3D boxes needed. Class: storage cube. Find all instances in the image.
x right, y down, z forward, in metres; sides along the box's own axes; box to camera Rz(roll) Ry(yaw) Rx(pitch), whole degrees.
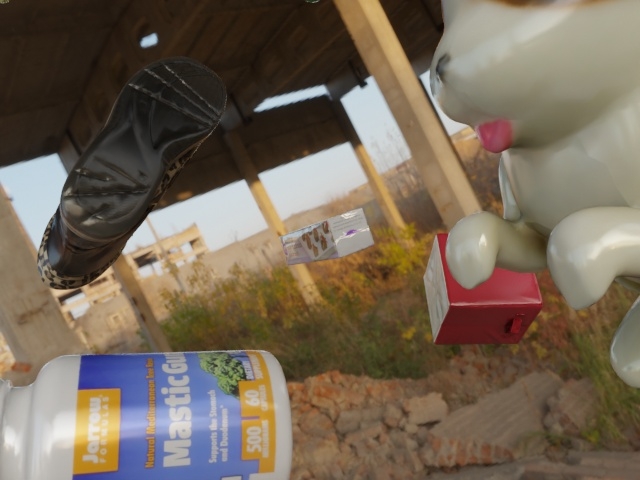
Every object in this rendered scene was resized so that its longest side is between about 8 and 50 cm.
[{"bbox_3d":[0.346,0.109,1.298,0.193,0.214,0.183,0,-35,-2],"label":"storage cube"}]

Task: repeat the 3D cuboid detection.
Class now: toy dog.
[{"bbox_3d":[0.265,-0.095,0.440,0.395,0.408,0.284,-52,12,2],"label":"toy dog"}]

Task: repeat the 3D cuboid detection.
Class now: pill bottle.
[{"bbox_3d":[-0.174,0.178,0.532,0.272,0.152,0.152,2,-11,-21],"label":"pill bottle"}]

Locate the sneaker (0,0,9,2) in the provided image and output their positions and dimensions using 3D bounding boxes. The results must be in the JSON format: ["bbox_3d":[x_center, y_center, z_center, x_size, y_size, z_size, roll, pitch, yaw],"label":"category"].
[{"bbox_3d":[-0.270,-0.306,0.540,0.385,0.145,0.147,-1,-41,-10],"label":"sneaker"}]

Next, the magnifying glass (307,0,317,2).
[{"bbox_3d":[-0.069,-0.422,0.856,0.026,0.092,0.231,-20,-21,40],"label":"magnifying glass"}]

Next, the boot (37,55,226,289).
[{"bbox_3d":[-0.303,-0.101,0.931,0.284,0.138,0.377,-38,26,47],"label":"boot"}]

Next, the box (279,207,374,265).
[{"bbox_3d":[0.000,0.000,1.033,0.067,0.063,0.324,-18,1,-18],"label":"box"}]
